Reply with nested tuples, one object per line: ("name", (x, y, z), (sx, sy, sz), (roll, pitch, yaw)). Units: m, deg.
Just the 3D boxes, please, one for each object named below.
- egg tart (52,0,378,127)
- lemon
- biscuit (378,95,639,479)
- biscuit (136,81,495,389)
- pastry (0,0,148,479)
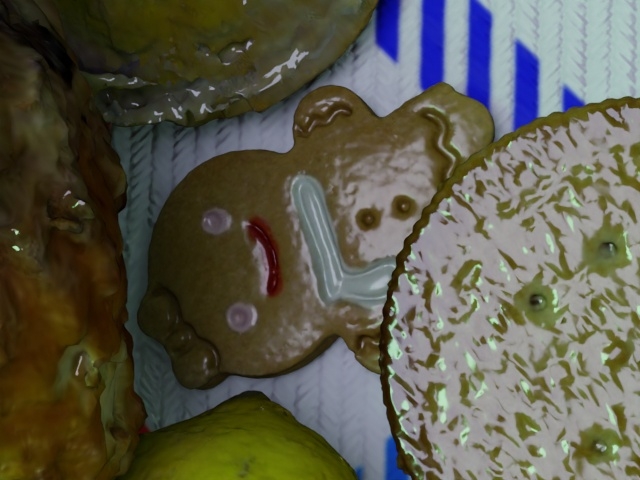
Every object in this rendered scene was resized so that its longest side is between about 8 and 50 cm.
("egg tart", (-0.110, -0.237, 1.083), (0.352, 0.150, 0.351), (-2, 84, 14))
("lemon", (-0.051, 0.191, 0.983), (0.181, 0.180, 0.193), (14, 107, 19))
("biscuit", (0.181, 0.066, 0.986), (0.305, 0.038, 0.305), (-1, 85, 10))
("biscuit", (-0.001, 0.000, 1.068), (0.249, 0.035, 0.184), (-17, 77, 15))
("pastry", (-0.244, -0.019, 0.903), (0.292, 0.337, 0.405), (-9, 59, -9))
